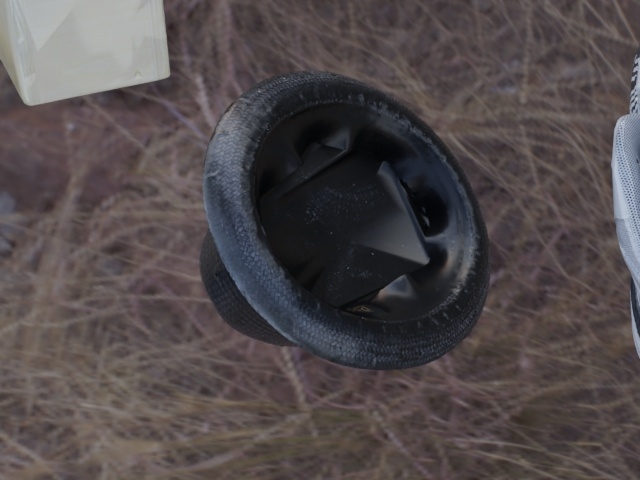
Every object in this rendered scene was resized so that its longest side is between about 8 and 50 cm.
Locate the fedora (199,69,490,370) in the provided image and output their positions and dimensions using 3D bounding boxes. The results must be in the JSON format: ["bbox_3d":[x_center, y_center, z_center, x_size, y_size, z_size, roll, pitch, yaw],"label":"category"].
[{"bbox_3d":[0.000,0.000,1.441,0.152,0.334,0.334,-34,67,43],"label":"fedora"}]

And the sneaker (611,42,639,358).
[{"bbox_3d":[0.286,-0.080,1.098,0.137,0.210,0.365,2,69,14],"label":"sneaker"}]

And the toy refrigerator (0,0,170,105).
[{"bbox_3d":[-0.197,-0.192,1.101,0.102,0.094,0.269,-14,33,-18],"label":"toy refrigerator"}]
